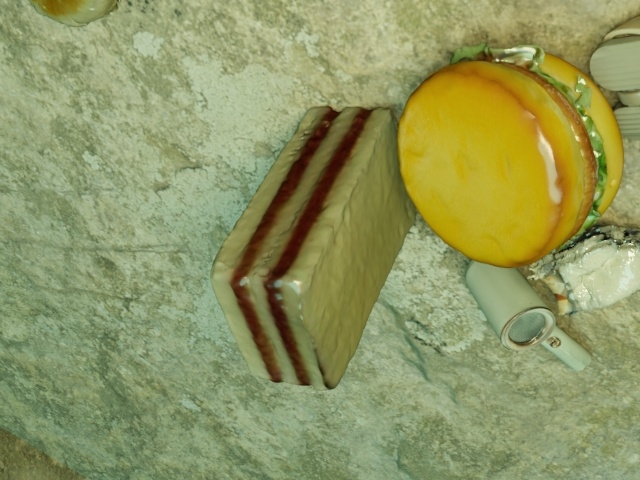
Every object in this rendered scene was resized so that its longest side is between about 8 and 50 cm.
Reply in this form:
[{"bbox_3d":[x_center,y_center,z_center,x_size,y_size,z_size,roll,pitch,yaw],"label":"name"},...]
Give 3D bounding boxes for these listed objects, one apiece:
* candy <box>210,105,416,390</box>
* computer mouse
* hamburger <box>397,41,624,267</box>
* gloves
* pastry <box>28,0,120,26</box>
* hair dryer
[{"bbox_3d":[0.000,0.000,0.988,0.135,0.321,0.179,4,136,28],"label":"candy"},{"bbox_3d":[0.390,-0.172,0.798,0.236,0.082,0.145,-10,125,33],"label":"computer mouse"},{"bbox_3d":[0.209,-0.100,0.884,0.246,0.170,0.246,32,136,38],"label":"hamburger"},{"bbox_3d":[0.344,0.028,1.019,0.153,0.070,0.114,-27,108,41],"label":"gloves"},{"bbox_3d":[-0.307,-0.340,0.988,0.165,0.088,0.166,13,132,15],"label":"pastry"},{"bbox_3d":[0.299,0.111,1.110,0.236,0.131,0.073,32,111,-34],"label":"hair dryer"}]
